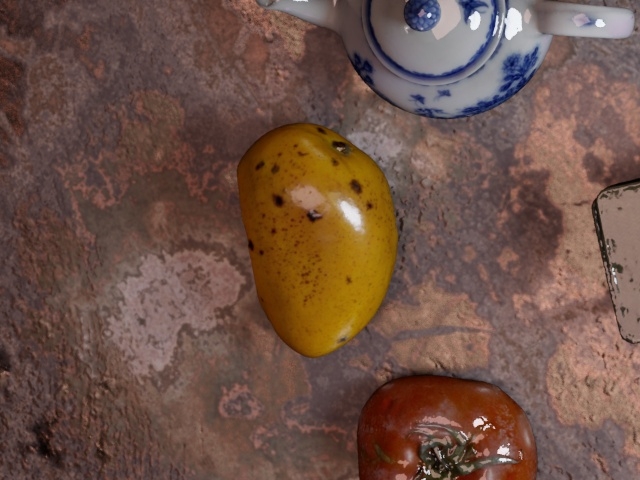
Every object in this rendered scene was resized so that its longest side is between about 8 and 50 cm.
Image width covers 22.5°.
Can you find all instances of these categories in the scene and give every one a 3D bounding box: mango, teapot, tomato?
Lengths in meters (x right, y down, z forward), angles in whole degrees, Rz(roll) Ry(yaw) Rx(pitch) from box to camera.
[{"bbox_3d":[0.000,0.000,1.954,0.191,0.160,0.290,-3,101,7],"label":"mango"},{"bbox_3d":[0.139,-0.260,1.811,0.424,0.280,0.252,7,101,13],"label":"teapot"},{"bbox_3d":[0.146,0.274,1.981,0.237,0.095,0.236,2,97,15],"label":"tomato"}]

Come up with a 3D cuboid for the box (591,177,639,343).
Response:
[{"bbox_3d":[0.463,-0.002,1.831,0.273,0.143,0.184,-12,95,17],"label":"box"}]
